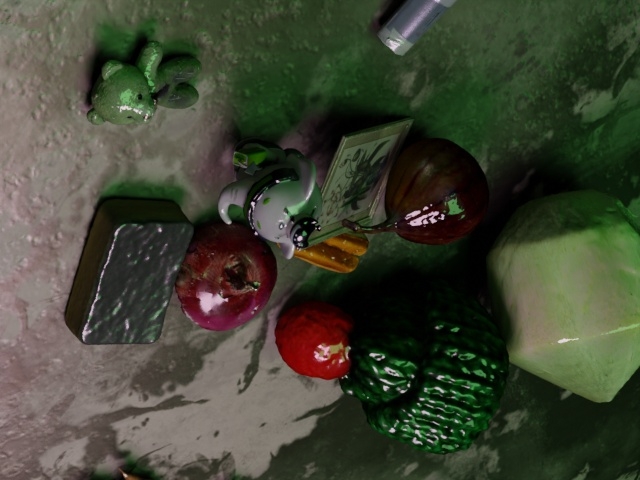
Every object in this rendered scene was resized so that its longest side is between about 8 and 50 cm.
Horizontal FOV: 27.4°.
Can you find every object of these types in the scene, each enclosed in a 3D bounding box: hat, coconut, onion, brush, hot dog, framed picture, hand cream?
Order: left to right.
[{"bbox_3d":[-0.244,0.044,1.690,0.123,0.059,0.197,0,120,-39],"label":"brush"},{"bbox_3d":[-0.111,0.055,1.740,0.150,0.140,0.150,-11,109,-33],"label":"onion"},{"bbox_3d":[0.000,0.000,1.851,0.165,0.045,0.071,21,108,-43],"label":"hot dog"},{"bbox_3d":[0.049,-0.079,1.778,0.231,0.010,0.173,-24,140,-61],"label":"framed picture"},{"bbox_3d":[0.098,0.157,1.930,0.332,0.274,0.242,22,96,-15],"label":"hat"},{"bbox_3d":[0.173,-0.341,1.681,0.255,0.048,0.079,-47,157,24],"label":"hand cream"},{"bbox_3d":[0.397,0.088,2.011,0.281,0.328,0.328,-10,128,-6],"label":"coconut"}]

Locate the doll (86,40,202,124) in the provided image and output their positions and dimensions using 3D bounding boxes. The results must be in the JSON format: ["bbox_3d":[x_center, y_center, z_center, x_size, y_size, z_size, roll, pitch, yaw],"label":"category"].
[{"bbox_3d":[-0.201,-0.179,1.560,0.150,0.077,0.115,-20,142,-39],"label":"doll"}]

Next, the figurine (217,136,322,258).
[{"bbox_3d":[-0.058,-0.058,1.659,0.126,0.192,0.147,-11,130,-25],"label":"figurine"}]

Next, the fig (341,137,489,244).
[{"bbox_3d":[0.155,-0.055,1.825,0.149,0.202,0.148,-29,110,38],"label":"fig"}]

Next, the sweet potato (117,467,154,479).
[{"bbox_3d":[-0.256,0.373,1.919,0.056,0.056,0.195,-39,147,-7],"label":"sweet potato"}]
